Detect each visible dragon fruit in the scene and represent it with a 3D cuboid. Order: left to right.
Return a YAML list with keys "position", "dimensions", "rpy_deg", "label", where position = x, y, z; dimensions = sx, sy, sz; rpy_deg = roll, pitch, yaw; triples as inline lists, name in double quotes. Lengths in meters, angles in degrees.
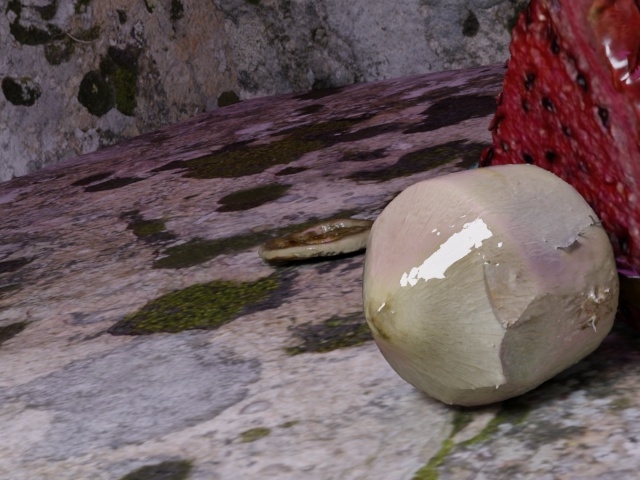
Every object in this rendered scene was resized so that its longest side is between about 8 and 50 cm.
- position: [0.215, -0.101, 0.916]
  dimensions: [0.240, 0.330, 0.302]
  rpy_deg: [-15, 38, 10]
  label: "dragon fruit"

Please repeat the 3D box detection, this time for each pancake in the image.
- position: [0.000, 0.001, 1.383]
  dimensions: [0.151, 0.025, 0.151]
  rpy_deg: [-10, 12, 2]
  label: "pancake"

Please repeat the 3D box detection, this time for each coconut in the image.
- position: [0.109, 0.033, 0.837]
  dimensions: [0.182, 0.171, 0.170]
  rpy_deg: [-19, 14, -41]
  label: "coconut"

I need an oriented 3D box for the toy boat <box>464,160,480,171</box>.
- position: [0.197, -0.026, 1.165]
  dimensions: [0.237, 0.109, 0.098]
  rpy_deg: [-1, -4, 27]
  label: "toy boat"
